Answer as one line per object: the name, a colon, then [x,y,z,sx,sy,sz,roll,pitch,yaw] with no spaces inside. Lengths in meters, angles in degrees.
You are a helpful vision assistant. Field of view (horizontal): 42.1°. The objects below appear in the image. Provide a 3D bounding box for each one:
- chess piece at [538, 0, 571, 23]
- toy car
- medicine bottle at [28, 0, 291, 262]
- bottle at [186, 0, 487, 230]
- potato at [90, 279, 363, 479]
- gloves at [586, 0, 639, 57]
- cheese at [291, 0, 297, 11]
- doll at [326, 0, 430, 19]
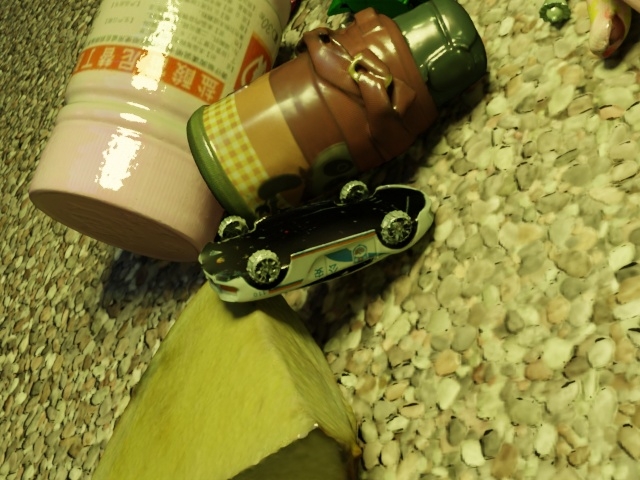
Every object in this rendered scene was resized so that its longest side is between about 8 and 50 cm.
chess piece: [0.208,-0.231,0.734,0.042,0.042,0.093,-12,61,40]
toy car: [0.000,0.000,0.697,0.204,0.056,0.095,-16,26,-18]
medicine bottle: [-0.167,-0.155,0.906,0.202,0.202,0.316,0,68,45]
bottle: [0.018,-0.124,0.752,0.271,0.143,0.156,-29,32,12]
potato: [-0.057,0.128,0.676,0.269,0.112,0.255,-32,32,29]
gloves: [0.250,-0.244,0.638,0.145,0.126,0.241,-24,39,25]
cheese: [-0.046,-0.308,1.045,0.145,0.038,0.095,-30,36,8]
doll: [0.054,-0.286,0.827,0.134,0.186,0.106,18,72,20]
